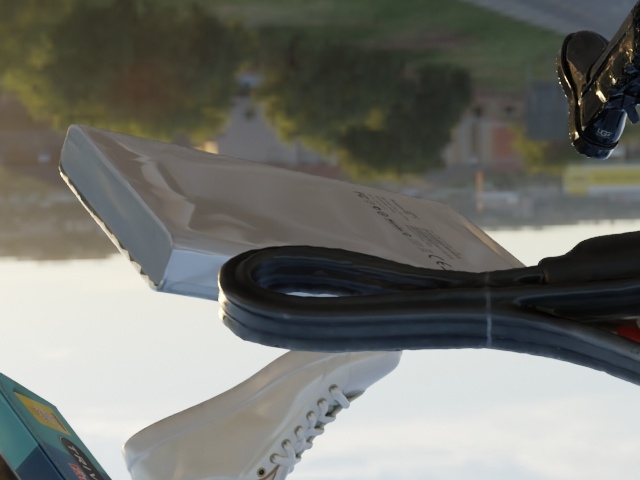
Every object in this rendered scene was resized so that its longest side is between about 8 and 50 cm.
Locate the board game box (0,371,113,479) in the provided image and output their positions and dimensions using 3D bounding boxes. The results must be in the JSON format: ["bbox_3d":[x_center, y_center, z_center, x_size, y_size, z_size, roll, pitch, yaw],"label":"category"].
[{"bbox_3d":[-0.227,0.280,0.929,0.254,0.336,0.079,44,180,37],"label":"board game box"}]

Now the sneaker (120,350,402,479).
[{"bbox_3d":[-0.037,0.188,1.537,0.290,0.123,0.106,-29,154,4],"label":"sneaker"}]

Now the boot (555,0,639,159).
[{"bbox_3d":[0.197,-0.122,1.070,0.045,0.121,0.099,15,136,-12],"label":"boot"}]

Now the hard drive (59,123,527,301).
[{"bbox_3d":[0.000,0.000,1.083,0.307,0.040,0.203,10,-161,-31],"label":"hard drive"}]

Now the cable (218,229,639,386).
[{"bbox_3d":[0.100,0.045,0.727,0.287,0.072,0.139,-7,-146,0],"label":"cable"}]
